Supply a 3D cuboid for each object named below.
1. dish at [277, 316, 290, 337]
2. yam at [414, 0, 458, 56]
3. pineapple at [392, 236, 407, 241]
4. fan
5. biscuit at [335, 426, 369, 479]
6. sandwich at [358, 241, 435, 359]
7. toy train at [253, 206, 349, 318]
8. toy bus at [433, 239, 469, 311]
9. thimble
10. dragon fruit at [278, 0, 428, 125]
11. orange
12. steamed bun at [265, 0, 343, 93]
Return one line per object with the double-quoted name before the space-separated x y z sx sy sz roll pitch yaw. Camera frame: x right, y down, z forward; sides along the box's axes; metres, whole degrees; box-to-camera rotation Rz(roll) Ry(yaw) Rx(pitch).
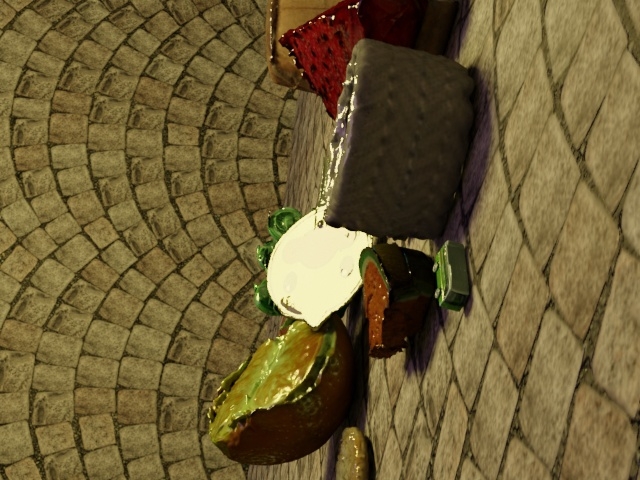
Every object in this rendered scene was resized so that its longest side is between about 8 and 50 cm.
"dish" -0.056 0.287 2.274 0.260 0.085 0.260 -169 90 -83
"yam" 0.148 -0.236 1.490 0.046 0.046 0.264 -91 13 -56
"pineapple" 0.118 -0.051 1.518 0.058 0.058 0.124 107 155 -48
"fan" -0.001 0.000 1.735 0.229 0.011 0.335 -17 56 35
"biscuit" 0.043 0.396 1.520 0.265 0.040 0.188 -87 10 -49
"sandwich" 0.105 0.073 1.346 0.235 0.079 0.159 113 155 -76
"toy train" -0.023 0.045 1.895 0.132 0.188 0.243 108 169 -47
"toy bus" 0.151 0.042 1.162 0.083 0.031 0.037 -88 20 -47
"thimble" 0.098 -0.127 1.312 0.217 0.157 0.245 -106 27 -80
"dragon fruit" 0.055 -0.300 1.537 0.330 0.240 0.302 108 158 -88
"orange" -0.052 0.255 1.759 0.334 0.196 0.262 -51 25 39
"steamed bun" 0.012 -0.454 2.152 0.199 0.251 0.301 52 -130 -85
